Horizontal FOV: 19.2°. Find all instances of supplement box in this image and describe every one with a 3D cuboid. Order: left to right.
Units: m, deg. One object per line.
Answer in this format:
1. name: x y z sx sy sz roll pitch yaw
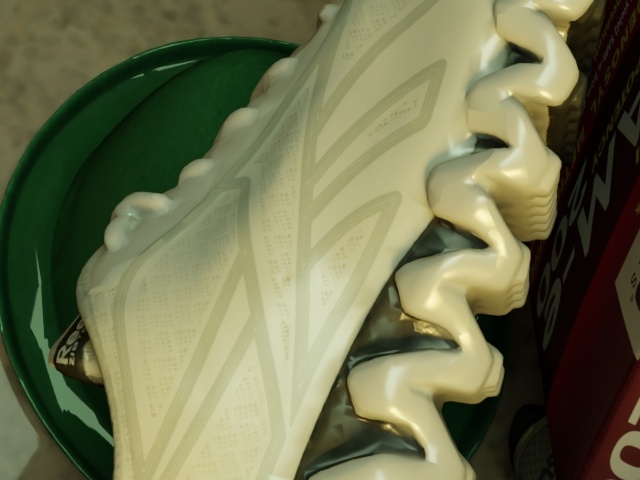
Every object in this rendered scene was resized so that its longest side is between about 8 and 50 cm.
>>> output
1. supplement box: 0.110 -0.036 0.557 0.073 0.130 0.239 12 35 -9

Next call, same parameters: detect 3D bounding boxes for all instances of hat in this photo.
1. hat: -0.006 -0.023 0.554 0.173 0.183 0.208 -24 79 -20

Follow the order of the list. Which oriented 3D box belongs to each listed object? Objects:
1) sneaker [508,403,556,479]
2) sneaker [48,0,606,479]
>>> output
1. sneaker: 0.131 0.044 0.619 0.170 0.075 0.063 -31 123 -16
2. sneaker: 0.000 0.000 0.487 0.118 0.110 0.292 16 78 10
